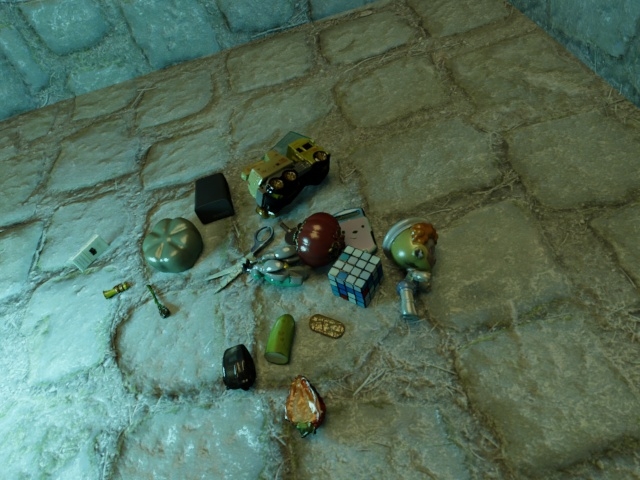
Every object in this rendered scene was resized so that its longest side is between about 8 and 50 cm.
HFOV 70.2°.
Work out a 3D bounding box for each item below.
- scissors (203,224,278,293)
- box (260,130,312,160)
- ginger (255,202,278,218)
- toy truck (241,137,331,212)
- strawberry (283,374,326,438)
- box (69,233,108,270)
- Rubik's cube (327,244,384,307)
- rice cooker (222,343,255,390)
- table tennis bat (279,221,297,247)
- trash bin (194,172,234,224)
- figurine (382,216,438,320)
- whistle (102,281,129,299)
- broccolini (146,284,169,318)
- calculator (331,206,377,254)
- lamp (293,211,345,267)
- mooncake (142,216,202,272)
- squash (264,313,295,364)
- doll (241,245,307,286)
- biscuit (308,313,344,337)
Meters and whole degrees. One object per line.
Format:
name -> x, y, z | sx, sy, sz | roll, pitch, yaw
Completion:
scissors -> -0.325, 0.097, 1.964 | 0.383, 0.029, 0.256 | -32, 55, -8
box -> -0.162, -0.431, 2.302 | 0.153, 0.092, 0.245 | 27, 62, 32
ginger -> -0.254, -0.159, 2.124 | 0.103, 0.073, 0.162 | -14, 55, -1
toy truck -> -0.154, -0.313, 2.081 | 0.405, 0.181, 0.254 | -36, 73, -30
strawberry -> -0.048, 0.552, 1.496 | 0.140, 0.085, 0.192 | -44, 49, -11
box -> -1.092, 0.057, 2.152 | 0.024, 0.090, 0.167 | 22, 61, 29
Rubik's cube -> 0.137, 0.136, 1.737 | 0.154, 0.151, 0.155 | 21, 59, 26
rice cooker -> -0.292, 0.452, 1.620 | 0.106, 0.112, 0.165 | -15, 50, 10
table tennis bat -> -0.131, -0.061, 1.982 | 0.107, 0.119, 0.170 | -39, 55, -19
trash bin -> -0.521, -0.209, 2.211 | 0.165, 0.115, 0.225 | -19, 46, 1
figurine -> 0.323, 0.093, 1.677 | 0.205, 0.224, 0.382 | 0, 53, 19
whistle -> -0.903, 0.219, 2.019 | 0.109, 0.057, 0.046 | -26, 95, -18
broccolini -> -0.699, 0.257, 1.937 | 0.044, 0.042, 0.218 | -39, 47, -15
calculator -> 0.137, -0.032, 1.935 | 0.173, 0.051, 0.293 | -17, 50, 2
lamp -> 0.000, 0.000, 1.820 | 0.227, 0.227, 0.227 | -7, 51, 9
mooncake -> -0.668, 0.017, 2.052 | 0.275, 0.135, 0.275 | -7, 55, 10
squash -> -0.146, 0.352, 1.680 | 0.095, 0.095, 0.188 | -1, 49, 14
doll -> -0.185, 0.114, 1.823 | 0.258, 0.153, 0.195 | -6, 34, -9
biscuit -> 0.022, 0.320, 1.705 | 0.147, 0.018, 0.071 | 16, 59, 26
